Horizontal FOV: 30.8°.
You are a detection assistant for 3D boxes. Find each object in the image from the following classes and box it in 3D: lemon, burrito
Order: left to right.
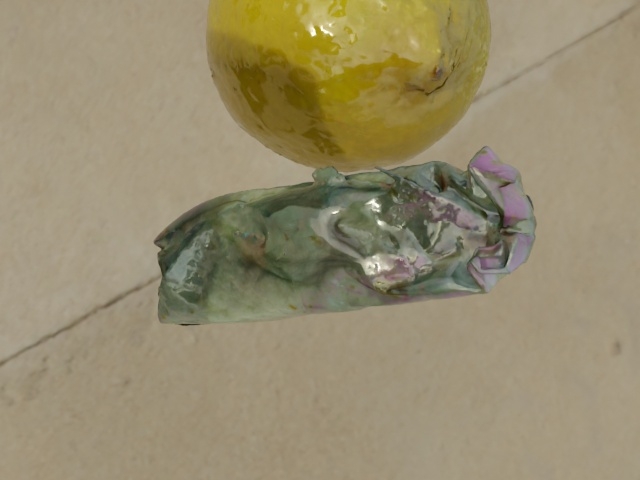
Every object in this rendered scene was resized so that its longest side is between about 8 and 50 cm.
[{"bbox_3d":[0.002,0.003,0.774,0.066,0.309,0.096,1,80,-54],"label":"burrito"},{"bbox_3d":[0.020,-0.171,0.975,0.236,0.263,0.236,13,73,-46],"label":"lemon"}]
